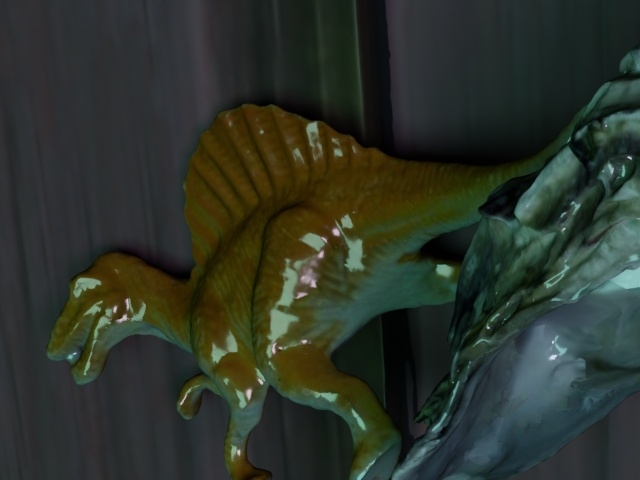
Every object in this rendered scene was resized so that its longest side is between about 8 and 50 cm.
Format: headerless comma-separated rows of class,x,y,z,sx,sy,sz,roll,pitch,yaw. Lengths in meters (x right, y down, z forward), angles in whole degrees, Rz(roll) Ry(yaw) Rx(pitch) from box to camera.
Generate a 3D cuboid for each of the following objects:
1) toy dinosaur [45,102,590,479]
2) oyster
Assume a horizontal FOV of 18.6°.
toy dinosaur,0.000,0.001,0.638,0.142,0.057,0.212,45,118,24
oyster,0.102,-0.015,0.498,0.252,0.199,0.087,85,159,-57
